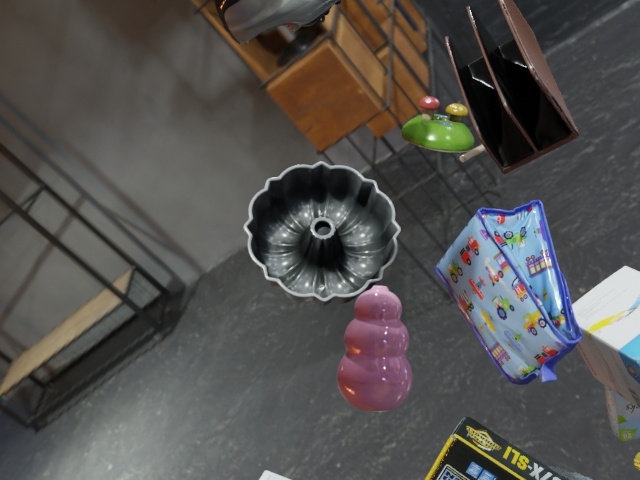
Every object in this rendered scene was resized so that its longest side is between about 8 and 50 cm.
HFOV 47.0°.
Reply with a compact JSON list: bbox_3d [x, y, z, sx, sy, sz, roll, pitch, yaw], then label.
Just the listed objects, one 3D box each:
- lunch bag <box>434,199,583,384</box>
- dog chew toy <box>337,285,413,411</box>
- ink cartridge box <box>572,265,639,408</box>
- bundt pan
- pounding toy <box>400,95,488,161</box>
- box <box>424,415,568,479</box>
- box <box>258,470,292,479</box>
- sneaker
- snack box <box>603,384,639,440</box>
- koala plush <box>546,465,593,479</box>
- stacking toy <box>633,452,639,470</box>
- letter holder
[{"bbox_3d":[0.345,0.113,1.310,0.221,0.138,0.293,113,144,-58],"label":"lunch bag"},{"bbox_3d":[0.151,0.289,2.001,0.207,0.207,0.331,-1,86,57],"label":"dog chew toy"},{"bbox_3d":[0.587,0.184,1.323,0.168,0.171,0.233,-35,21,-4],"label":"ink cartridge box"},{"bbox_3d":[0.000,0.000,1.595,0.331,0.331,0.124,-55,-11,-24],"label":"bundt pan"},{"bbox_3d":[0.313,-0.283,1.780,0.183,0.110,0.237,-15,32,-43],"label":"pounding toy"},{"bbox_3d":[0.328,0.495,1.279,0.079,0.322,0.257,-31,-32,-56],"label":"box"},{"bbox_3d":[-0.069,0.444,0.991,0.181,0.119,0.181,-32,-42,-73],"label":"box"},{"bbox_3d":[0.000,-0.310,0.854,0.272,0.108,0.100,-22,41,-12],"label":"sneaker"},{"bbox_3d":[0.712,0.316,1.599,0.175,0.207,0.070,-10,2,2],"label":"snack box"},{"bbox_3d":[0.523,0.635,1.644,0.203,0.196,0.221,20,-103,-86],"label":"koala plush"},{"bbox_3d":[0.718,0.372,1.383,0.221,0.052,0.167,-43,10,-13],"label":"stacking toy"},{"bbox_3d":[0.326,-0.317,1.356,0.152,0.214,0.301,-27,49,24],"label":"letter holder"}]
